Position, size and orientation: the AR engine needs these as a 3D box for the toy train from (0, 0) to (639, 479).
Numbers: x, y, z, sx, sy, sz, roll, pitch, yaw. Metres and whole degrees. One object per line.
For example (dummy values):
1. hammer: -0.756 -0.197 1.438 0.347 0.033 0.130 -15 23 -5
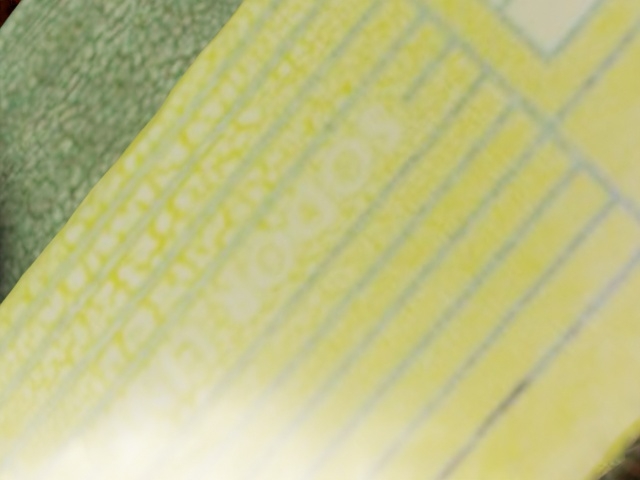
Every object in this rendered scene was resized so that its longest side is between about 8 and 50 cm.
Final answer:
1. toy train: 0.000 0.000 0.471 0.442 0.179 0.272 -50 59 15

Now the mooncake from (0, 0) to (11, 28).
1. mooncake: -0.293 -0.182 0.683 0.467 0.262 0.467 -10 70 29
